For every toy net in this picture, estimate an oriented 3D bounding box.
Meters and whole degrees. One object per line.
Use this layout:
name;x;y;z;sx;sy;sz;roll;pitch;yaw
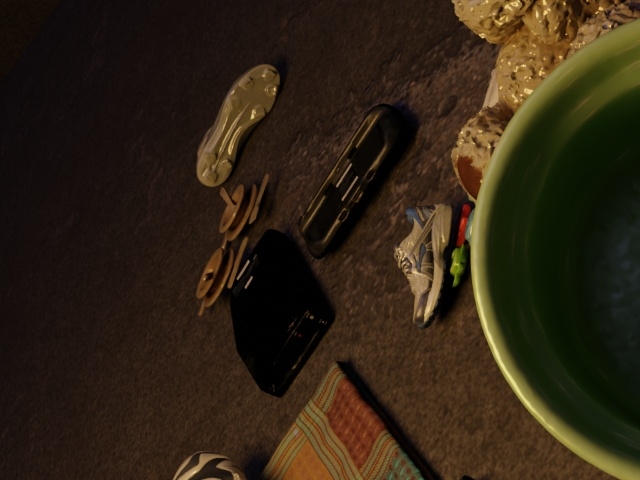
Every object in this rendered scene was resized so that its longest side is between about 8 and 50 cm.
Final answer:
toy net;0.177;-0.068;1.269;0.122;0.045;0.232;105;178;-61

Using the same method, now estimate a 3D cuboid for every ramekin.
ramekin;0.261;0.013;0.797;0.303;0.148;0.303;-4;79;20

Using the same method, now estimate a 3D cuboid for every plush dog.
plush dog;0.255;-0.146;1.092;0.225;0.210;0.262;12;106;48

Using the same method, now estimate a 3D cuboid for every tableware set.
tableware set;-0.134;0.000;1.699;0.128;0.039;0.194;-41;27;55

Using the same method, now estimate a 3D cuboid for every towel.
towel;-0.033;0.333;1.293;0.370;0.040;0.271;-59;29;9

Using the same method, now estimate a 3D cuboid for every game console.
game console;0.000;0.000;1.510;0.361;0.044;0.213;-57;28;16

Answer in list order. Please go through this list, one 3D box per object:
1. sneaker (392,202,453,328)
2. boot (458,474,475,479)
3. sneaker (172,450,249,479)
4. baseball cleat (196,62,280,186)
sneaker;0.102;0.025;1.273;0.052;0.058;0.135;76;-158;-68
boot;0.112;0.274;1.085;0.099;0.045;0.121;-50;23;20
sneaker;-0.136;0.342;1.317;0.235;0.094;0.153;-59;17;-16
baseball cleat;-0.135;-0.181;1.865;0.206;0.072;0.109;-57;22;6
